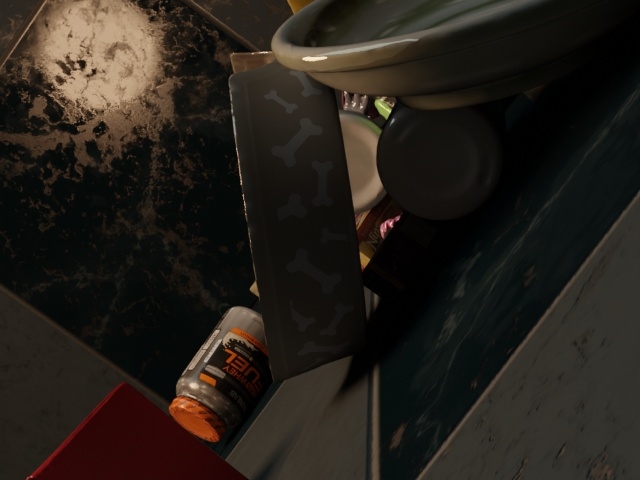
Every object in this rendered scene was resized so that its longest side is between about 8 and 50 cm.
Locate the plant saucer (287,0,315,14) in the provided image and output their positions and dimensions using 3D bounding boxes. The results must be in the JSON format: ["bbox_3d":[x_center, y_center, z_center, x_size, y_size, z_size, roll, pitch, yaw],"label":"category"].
[{"bbox_3d":[0.040,-0.450,1.611,0.081,0.332,0.332,6,51,33],"label":"plant saucer"}]

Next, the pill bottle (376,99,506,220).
[{"bbox_3d":[0.128,-0.107,1.351,0.124,0.124,0.221,-53,3,20],"label":"pill bottle"}]

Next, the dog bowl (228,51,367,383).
[{"bbox_3d":[-0.022,-0.031,1.356,0.349,0.102,0.348,171,90,-89],"label":"dog bowl"}]

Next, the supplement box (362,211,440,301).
[{"bbox_3d":[0.083,0.016,1.410,0.083,0.043,0.055,-55,2,-22],"label":"supplement box"}]

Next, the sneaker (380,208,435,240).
[{"bbox_3d":[0.102,-0.011,1.507,0.119,0.047,0.057,125,162,-55],"label":"sneaker"}]

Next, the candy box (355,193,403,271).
[{"bbox_3d":[0.057,0.002,1.835,0.109,0.053,0.186,-54,2,-22],"label":"candy box"}]

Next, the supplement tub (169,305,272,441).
[{"bbox_3d":[-0.141,0.205,2.016,0.190,0.117,0.117,-57,4,-26],"label":"supplement tub"}]

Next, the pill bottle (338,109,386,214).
[{"bbox_3d":[0.031,-0.109,1.773,0.131,0.131,0.229,-54,4,7],"label":"pill bottle"}]

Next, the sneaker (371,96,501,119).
[{"bbox_3d":[0.211,-0.342,1.692,0.482,0.202,0.185,-55,-14,-21],"label":"sneaker"}]

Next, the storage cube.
[{"bbox_3d":[-0.223,0.304,1.416,0.183,0.215,0.193,-53,-2,33],"label":"storage cube"}]

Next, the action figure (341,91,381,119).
[{"bbox_3d":[0.195,-0.310,2.294,0.370,0.248,0.275,-57,-19,-52],"label":"action figure"}]

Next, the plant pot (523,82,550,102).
[{"bbox_3d":[0.231,-0.234,1.417,0.109,0.096,0.109,-52,3,36],"label":"plant pot"}]

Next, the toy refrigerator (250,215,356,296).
[{"bbox_3d":[0.000,0.000,2.239,0.269,0.102,0.094,-56,3,-16],"label":"toy refrigerator"}]

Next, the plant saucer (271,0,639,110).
[{"bbox_3d":[0.157,-0.207,1.224,0.401,0.100,0.400,-18,20,7],"label":"plant saucer"}]
